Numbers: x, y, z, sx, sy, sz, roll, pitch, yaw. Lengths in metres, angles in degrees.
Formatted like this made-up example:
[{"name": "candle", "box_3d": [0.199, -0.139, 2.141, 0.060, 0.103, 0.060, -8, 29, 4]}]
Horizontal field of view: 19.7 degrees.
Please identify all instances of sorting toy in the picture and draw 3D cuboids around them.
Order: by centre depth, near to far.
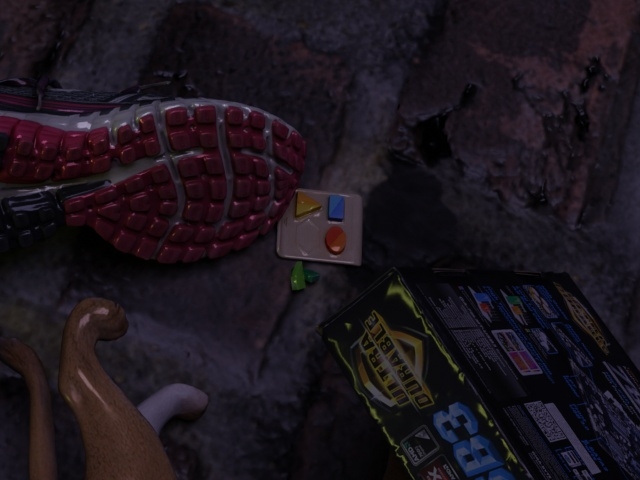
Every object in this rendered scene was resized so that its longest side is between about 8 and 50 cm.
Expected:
[{"name": "sorting toy", "box_3d": [0.000, 0.000, 1.275, 0.062, 0.012, 0.083, 8, 60, -11]}]

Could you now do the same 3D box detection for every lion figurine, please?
[{"name": "lion figurine", "box_3d": [-0.032, 0.194, 1.096, 0.392, 0.142, 0.240, 12, 57, -1]}]

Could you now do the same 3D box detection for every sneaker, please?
[{"name": "sneaker", "box_3d": [-0.152, -0.062, 1.216, 0.299, 0.121, 0.112, 2, 30, -22]}]

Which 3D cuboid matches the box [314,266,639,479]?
[{"name": "box", "box_3d": [0.159, 0.150, 1.103, 0.295, 0.073, 0.293, 56, 21, 16]}]
